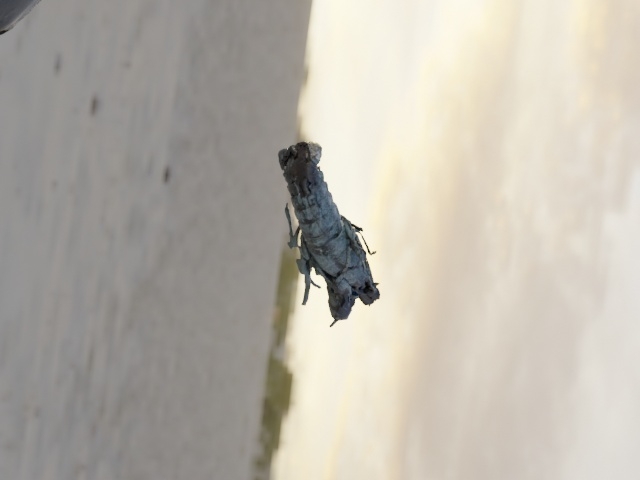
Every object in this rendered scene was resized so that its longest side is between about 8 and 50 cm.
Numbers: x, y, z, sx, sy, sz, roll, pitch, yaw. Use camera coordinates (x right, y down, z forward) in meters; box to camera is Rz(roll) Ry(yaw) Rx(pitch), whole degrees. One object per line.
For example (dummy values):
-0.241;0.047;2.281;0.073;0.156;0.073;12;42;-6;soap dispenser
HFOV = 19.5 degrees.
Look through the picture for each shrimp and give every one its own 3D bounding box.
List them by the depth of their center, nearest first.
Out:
-0.001;0.001;1.639;0.076;0.082;0.174;-73;144;-63;shrimp

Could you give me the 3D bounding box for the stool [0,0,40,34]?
-0.191;-0.213;0.837;0.141;0.232;0.232;31;64;-72;stool
